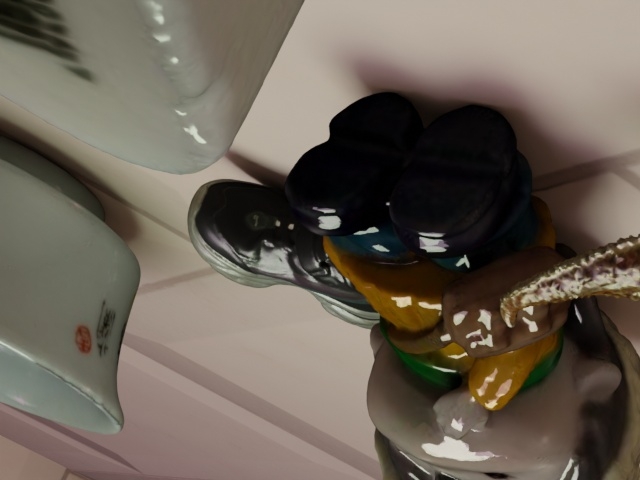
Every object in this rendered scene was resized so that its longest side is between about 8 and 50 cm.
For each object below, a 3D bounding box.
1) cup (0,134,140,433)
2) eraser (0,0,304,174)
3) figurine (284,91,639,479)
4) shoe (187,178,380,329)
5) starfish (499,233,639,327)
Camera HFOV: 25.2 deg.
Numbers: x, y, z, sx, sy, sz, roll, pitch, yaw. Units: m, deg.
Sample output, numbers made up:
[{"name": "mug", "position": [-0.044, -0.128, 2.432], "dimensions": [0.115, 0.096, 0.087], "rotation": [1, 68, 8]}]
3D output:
[{"name": "cup", "position": [-0.287, 0.012, 1.162], "dimensions": [0.347, 0.163, 0.347], "rotation": [21, 162, 7]}, {"name": "eraser", "position": [-0.108, -0.156, 0.492], "dimensions": [0.331, 0.150, 0.331], "rotation": [21, 163, 7]}, {"name": "figurine", "position": [0.100, 0.051, 0.847], "dimensions": [0.185, 0.204, 0.332], "rotation": [13, 131, 32]}, {"name": "shoe", "position": [0.000, 0.000, 0.928], "dimensions": [0.169, 0.071, 0.099], "rotation": [24, 159, -13]}, {"name": "starfish", "position": [0.188, 0.006, 0.641], "dimensions": [0.213, 0.057, 0.238], "rotation": [-2, 146, 5]}]
